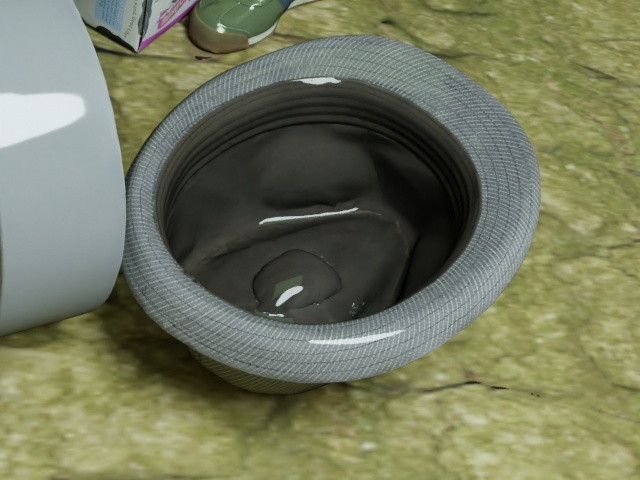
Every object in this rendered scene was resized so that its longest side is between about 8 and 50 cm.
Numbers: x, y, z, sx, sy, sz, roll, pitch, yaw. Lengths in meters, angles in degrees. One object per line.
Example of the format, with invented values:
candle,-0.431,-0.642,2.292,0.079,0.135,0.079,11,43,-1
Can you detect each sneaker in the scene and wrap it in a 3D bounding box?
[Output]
sneaker,-0.036,-0.234,1.003,0.064,0.086,0.192,38,48,17

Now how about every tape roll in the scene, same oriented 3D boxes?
tape roll,-0.193,-0.054,0.692,0.072,0.219,0.219,-14,54,-31

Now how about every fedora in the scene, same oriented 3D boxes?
fedora,0.000,0.000,0.770,0.244,0.124,0.275,35,56,18

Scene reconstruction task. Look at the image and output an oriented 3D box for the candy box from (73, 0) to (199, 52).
candy box,-0.199,-0.270,0.994,0.233,0.071,0.159,30,46,11
